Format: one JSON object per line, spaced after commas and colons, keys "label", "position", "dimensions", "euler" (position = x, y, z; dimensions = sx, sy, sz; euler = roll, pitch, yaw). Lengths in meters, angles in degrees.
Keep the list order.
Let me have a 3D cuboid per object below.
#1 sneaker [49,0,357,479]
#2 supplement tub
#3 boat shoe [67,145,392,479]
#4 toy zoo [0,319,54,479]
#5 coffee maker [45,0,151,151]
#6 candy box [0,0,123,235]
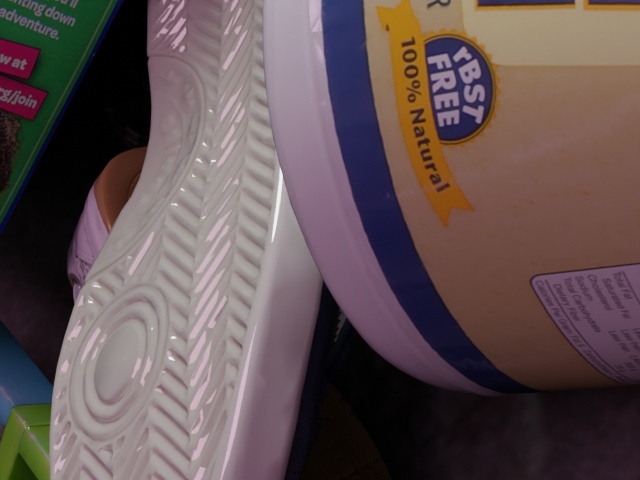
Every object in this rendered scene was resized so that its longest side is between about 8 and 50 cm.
{"label": "sneaker", "position": [0.000, 0.000, 0.610], "dimensions": [0.131, 0.148, 0.350], "euler": [-18, 52, 43]}
{"label": "supplement tub", "position": [0.165, -0.071, 0.489], "dimensions": [0.316, 0.228, 0.228], "euler": [-8, 70, 32]}
{"label": "boat shoe", "position": [-0.042, 0.097, 0.666], "dimensions": [0.096, 0.098, 0.277], "euler": [-44, 59, 48]}
{"label": "toy zoo", "position": [-0.198, 0.114, 0.747], "dimensions": [0.293, 0.030, 0.192], "euler": [41, 119, 41]}
{"label": "coffee maker", "position": [-0.161, -0.087, 0.770], "dimensions": [0.178, 0.120, 0.171], "euler": [-28, 45, 33]}
{"label": "candy box", "position": [-0.202, -0.161, 0.680], "dimensions": [0.268, 0.122, 0.317], "euler": [38, 105, 39]}
